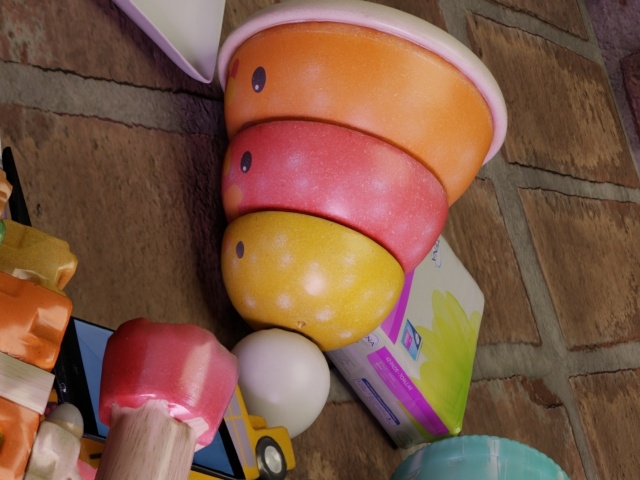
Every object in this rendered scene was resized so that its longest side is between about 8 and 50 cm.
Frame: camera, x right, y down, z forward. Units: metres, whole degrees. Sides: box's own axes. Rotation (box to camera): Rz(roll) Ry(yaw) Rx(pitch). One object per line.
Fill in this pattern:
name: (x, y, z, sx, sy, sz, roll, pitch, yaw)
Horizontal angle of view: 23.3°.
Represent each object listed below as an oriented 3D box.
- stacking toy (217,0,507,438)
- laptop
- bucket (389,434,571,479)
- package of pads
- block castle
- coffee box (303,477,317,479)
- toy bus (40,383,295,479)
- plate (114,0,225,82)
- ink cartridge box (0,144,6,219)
stacking toy: (0.000, 0.000, 1.742, 0.350, 0.351, 0.479, 42, 53, -40)
laptop: (-0.174, 0.062, 1.340, 0.234, 0.137, 0.264, -123, -160, -63)
bucket: (0.183, 0.373, 1.786, 0.281, 0.281, 0.183, 55, 26, -23)
package of pads: (0.113, 0.099, 2.018, 0.229, 0.101, 0.296, 53, 32, -27)
block castle: (-0.305, 0.076, 0.948, 0.453, 0.303, 0.212, 26, 52, -18)
coffee box: (-0.006, 0.395, 1.461, 0.297, 0.168, 0.119, 61, -9, 3)
toy bus: (-0.158, 0.198, 1.467, 0.333, 0.108, 0.130, -1, 70, -60)
plate: (-0.211, -0.355, 1.822, 0.277, 0.045, 0.278, 44, 37, -37)
ink cartridge box: (-0.337, -0.048, 1.283, 0.082, 0.140, 0.190, 25, 50, -52)
